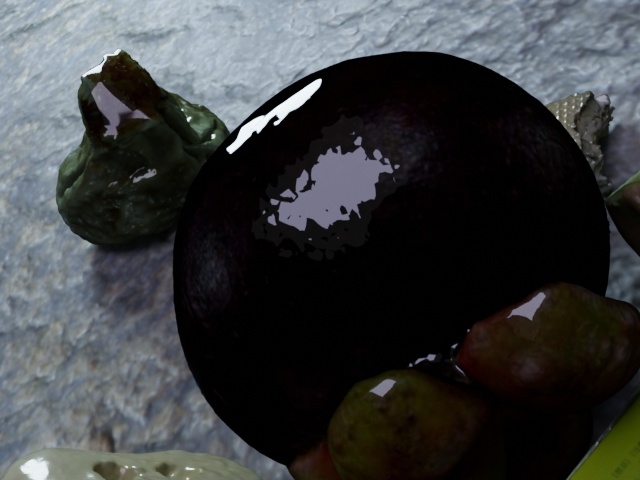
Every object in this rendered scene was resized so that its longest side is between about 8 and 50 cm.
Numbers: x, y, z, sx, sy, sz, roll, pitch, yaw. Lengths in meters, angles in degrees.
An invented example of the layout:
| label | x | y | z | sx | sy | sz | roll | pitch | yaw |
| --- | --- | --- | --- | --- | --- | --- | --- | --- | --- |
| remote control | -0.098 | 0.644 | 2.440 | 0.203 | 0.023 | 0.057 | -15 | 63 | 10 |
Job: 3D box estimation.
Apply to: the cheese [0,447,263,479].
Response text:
| label | x | y | z | sx | sy | sz | roll | pitch | yaw |
| --- | --- | --- | --- | --- | --- | --- | --- | --- | --- |
| cheese | -0.183 | 0.270 | 1.051 | 0.251 | 0.248 | 0.173 | -42 | 41 | -9 |

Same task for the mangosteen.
| label | x | y | z | sx | sy | sz | roll | pitch | yaw |
| --- | --- | --- | --- | --- | --- | --- | --- | --- | --- |
| mangosteen | 0.066 | 0.053 | 0.921 | 0.382 | 0.382 | 0.435 | -34 | 34 | 11 |

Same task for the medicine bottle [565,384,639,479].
| label | x | y | z | sx | sy | sz | roll | pitch | yaw |
| --- | --- | --- | --- | --- | --- | --- | --- | --- | --- |
| medicine bottle | 0.292 | 0.230 | 0.771 | 0.141 | 0.137 | 0.250 | -49 | 40 | -6 |

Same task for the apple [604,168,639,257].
| label | x | y | z | sx | sy | sz | roll | pitch | yaw |
| --- | --- | --- | --- | --- | --- | --- | --- | --- | --- |
| apple | 0.351 | -0.037 | 0.913 | 0.188 | 0.207 | 0.174 | -45 | 68 | 0 |

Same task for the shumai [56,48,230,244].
| label | x | y | z | sx | sy | sz | roll | pitch | yaw |
| --- | --- | --- | --- | --- | --- | --- | --- | --- | --- |
| shumai | -0.271 | -0.130 | 1.481 | 0.260 | 0.222 | 0.225 | -27 | 45 | 25 |

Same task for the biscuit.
| label | x | y | z | sx | sy | sz | roll | pitch | yaw |
| --- | --- | --- | --- | --- | --- | --- | --- | --- | --- |
| biscuit | 0.189 | -0.079 | 1.181 | 0.238 | 0.062 | 0.108 | -14 | 48 | 29 |
